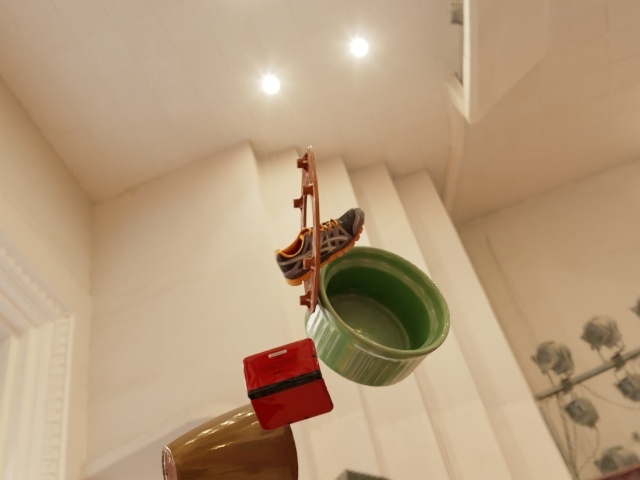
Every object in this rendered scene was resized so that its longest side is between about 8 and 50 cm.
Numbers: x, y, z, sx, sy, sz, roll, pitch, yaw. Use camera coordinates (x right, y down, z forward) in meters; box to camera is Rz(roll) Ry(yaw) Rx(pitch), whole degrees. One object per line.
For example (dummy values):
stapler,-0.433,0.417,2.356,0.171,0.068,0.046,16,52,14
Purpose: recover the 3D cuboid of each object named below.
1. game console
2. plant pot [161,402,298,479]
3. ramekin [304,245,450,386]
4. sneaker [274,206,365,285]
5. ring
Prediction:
game console,-0.062,0.270,1.467,0.144,0.124,0.085,-18,-38,3
plant pot,-0.211,0.486,1.720,0.254,0.237,0.237,-5,-45,-28
ramekin,0.113,0.169,1.686,0.303,0.303,0.148,9,-48,-21
sneaker,0.000,0.000,1.586,0.215,0.084,0.083,-41,-66,-6
ring,-0.032,-0.020,1.566,0.032,0.336,0.336,-2,-47,-6
